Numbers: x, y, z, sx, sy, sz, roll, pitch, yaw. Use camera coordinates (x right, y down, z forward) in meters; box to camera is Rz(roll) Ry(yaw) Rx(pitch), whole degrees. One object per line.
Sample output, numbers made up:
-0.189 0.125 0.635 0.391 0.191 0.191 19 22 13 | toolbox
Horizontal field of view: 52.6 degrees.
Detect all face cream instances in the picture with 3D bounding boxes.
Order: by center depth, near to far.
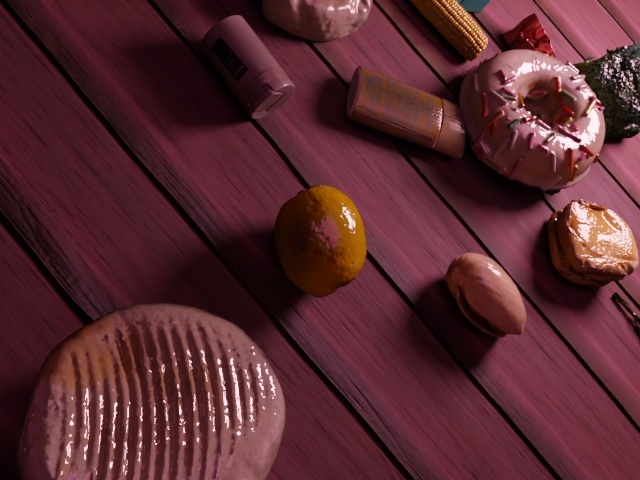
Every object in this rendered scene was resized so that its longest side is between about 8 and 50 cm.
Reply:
0.199 -0.286 1.450 0.285 0.067 0.139 17 65 -17 | face cream

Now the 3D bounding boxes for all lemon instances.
0.000 0.000 1.187 0.170 0.170 0.207 -9 81 -27 | lemon

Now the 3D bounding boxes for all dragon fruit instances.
0.562 -0.483 1.714 0.092 0.122 0.192 -26 84 9 | dragon fruit

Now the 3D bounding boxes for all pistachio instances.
0.347 0.107 1.325 0.200 0.117 0.145 42 53 -4 | pistachio

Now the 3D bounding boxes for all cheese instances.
-0.025 -0.607 1.458 0.318 0.115 0.326 -33 83 -31 | cheese

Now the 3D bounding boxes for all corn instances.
0.318 -0.555 1.609 0.248 0.081 0.081 46 58 0 | corn

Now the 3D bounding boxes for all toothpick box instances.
-0.144 -0.344 1.293 0.111 0.111 0.181 -33 84 -31 | toothpick box

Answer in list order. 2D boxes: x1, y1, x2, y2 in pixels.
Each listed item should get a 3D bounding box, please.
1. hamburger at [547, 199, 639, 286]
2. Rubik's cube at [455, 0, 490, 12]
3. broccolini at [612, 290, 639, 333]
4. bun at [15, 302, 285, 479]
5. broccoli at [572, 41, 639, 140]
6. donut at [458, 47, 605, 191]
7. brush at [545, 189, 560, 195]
0.629 0.009 1.500 0.213 0.108 0.214 10 64 -22 | hamburger
0.393 -0.723 1.636 0.265 0.213 0.224 -6 73 -24 | Rubik's cube
0.739 0.181 1.532 0.035 0.030 0.140 -42 84 4 | broccolini
-0.235 0.272 0.933 0.365 0.219 0.365 10 50 -12 | bun
0.768 -0.392 1.682 0.294 0.245 0.265 19 105 -37 | broccoli
0.506 -0.300 1.534 0.382 0.142 0.383 9 60 -15 | donut
0.501 -0.178 1.569 0.193 0.032 0.043 42 61 9 | brush
